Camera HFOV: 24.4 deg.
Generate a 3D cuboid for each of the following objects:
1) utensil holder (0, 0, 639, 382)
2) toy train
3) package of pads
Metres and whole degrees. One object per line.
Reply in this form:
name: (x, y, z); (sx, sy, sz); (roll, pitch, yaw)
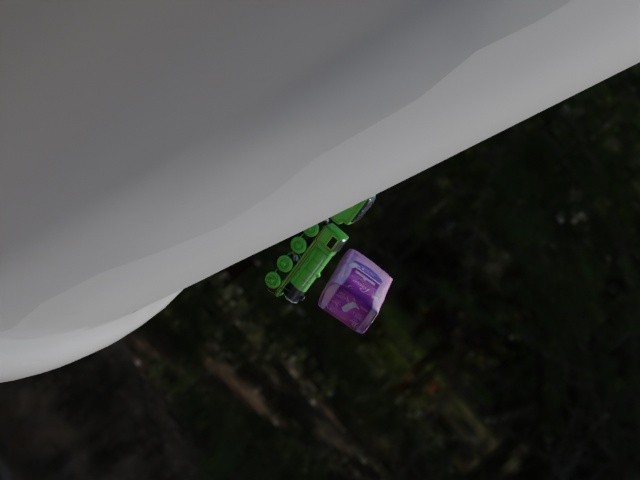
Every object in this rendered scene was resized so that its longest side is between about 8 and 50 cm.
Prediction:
utensil holder: (-0.023, -0.170, 0.411); (0.328, 0.385, 0.327); (29, 49, -38)
toy train: (0.000, 0.000, 0.788); (0.024, 0.083, 0.017); (40, 22, 11)
package of pads: (0.031, 0.043, 1.295); (0.050, 0.032, 0.083); (34, 25, -1)
